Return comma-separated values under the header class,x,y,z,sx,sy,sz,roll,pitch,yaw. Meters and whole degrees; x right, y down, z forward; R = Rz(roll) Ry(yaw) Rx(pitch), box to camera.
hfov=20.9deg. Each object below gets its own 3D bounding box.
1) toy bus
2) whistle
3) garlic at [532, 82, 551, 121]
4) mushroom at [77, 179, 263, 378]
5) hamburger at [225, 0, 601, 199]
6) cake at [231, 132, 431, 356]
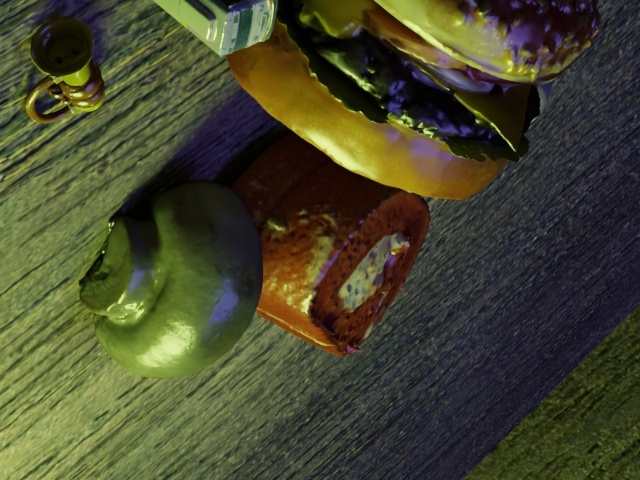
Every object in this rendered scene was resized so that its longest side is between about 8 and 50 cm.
class,x,y,z,sx,sy,sz,roll,pitch,yaw
toy bus,-0.084,-0.183,1.265,0.058,0.102,0.052,-33,153,-34
whistle,-0.184,-0.112,1.265,0.057,0.046,0.109,-60,169,-19
garlic,0.157,-0.158,1.655,0.178,0.142,0.229,36,54,-51
mushroom,-0.117,0.045,1.517,0.141,0.117,0.188,2,121,-46
hamburger,0.074,-0.187,1.344,0.291,0.291,0.225,-17,150,-56
cake,0.000,0.000,1.692,0.177,0.151,0.283,-61,161,-8
